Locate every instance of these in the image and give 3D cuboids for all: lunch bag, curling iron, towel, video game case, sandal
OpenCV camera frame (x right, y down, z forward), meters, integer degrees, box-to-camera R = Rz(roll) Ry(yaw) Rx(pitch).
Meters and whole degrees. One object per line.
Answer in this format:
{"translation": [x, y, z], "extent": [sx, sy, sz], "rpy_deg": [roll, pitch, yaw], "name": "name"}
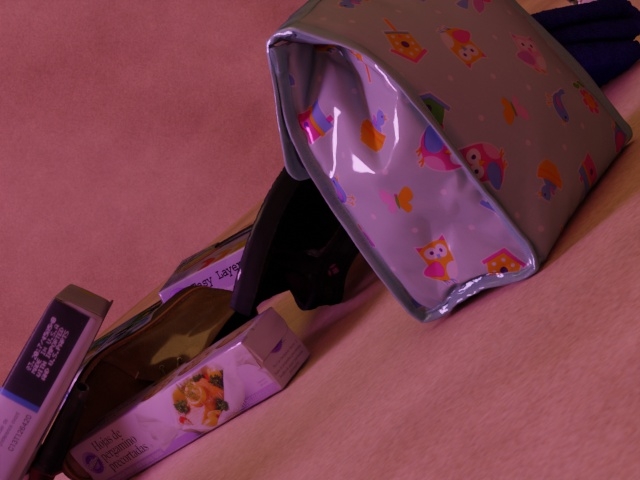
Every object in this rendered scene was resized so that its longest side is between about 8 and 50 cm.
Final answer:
{"translation": [0.088, -0.105, 1.015], "extent": [0.160, 0.262, 0.223], "rpy_deg": [-33, 10, 44], "name": "lunch bag"}
{"translation": [-0.301, 0.257, 1.397], "extent": [0.274, 0.035, 0.068], "rpy_deg": [-59, 7, 27], "name": "curling iron"}
{"translation": [0.183, -0.143, 1.374], "extent": [0.228, 0.076, 0.308], "rpy_deg": [-21, -11, -43], "name": "towel"}
{"translation": [-0.361, 0.198, 1.958], "extent": [0.300, 0.036, 0.329], "rpy_deg": [-32, 6, 10], "name": "video game case"}
{"translation": [0.001, -0.002, 1.406], "extent": [0.446, 0.107, 0.167], "rpy_deg": [-22, -48, -79], "name": "sandal"}

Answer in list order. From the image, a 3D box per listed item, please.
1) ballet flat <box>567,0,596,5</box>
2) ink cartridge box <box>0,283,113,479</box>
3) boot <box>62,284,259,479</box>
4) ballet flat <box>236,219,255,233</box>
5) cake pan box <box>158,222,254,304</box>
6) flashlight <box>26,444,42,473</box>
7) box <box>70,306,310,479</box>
{"translation": [0.418, -0.386, 1.976], "extent": [0.213, 0.072, 0.068], "rpy_deg": [-84, 17, -82], "name": "ballet flat"}
{"translation": [-0.329, 0.194, 1.422], "extent": [0.303, 0.072, 0.307], "rpy_deg": [-63, 8, -3], "name": "ink cartridge box"}
{"translation": [-0.188, 0.161, 1.509], "extent": [0.115, 0.112, 0.305], "rpy_deg": [-1, 39, 47], "name": "boot"}
{"translation": [-0.058, -0.030, 2.231], "extent": [0.232, 0.080, 0.073], "rpy_deg": [-38, 34, 32], "name": "ballet flat"}
{"translation": [-0.101, 0.023, 1.886], "extent": [0.246, 0.070, 0.267], "rpy_deg": [-26, 7, 7], "name": "cake pan box"}
{"translation": [-0.479, 0.342, 1.920], "extent": [0.103, 0.103, 0.304], "rpy_deg": [3, 6, -8], "name": "flashlight"}
{"translation": [-0.140, 0.168, 1.316], "extent": [0.324, 0.063, 0.067], "rpy_deg": [-34, 8, 41], "name": "box"}
